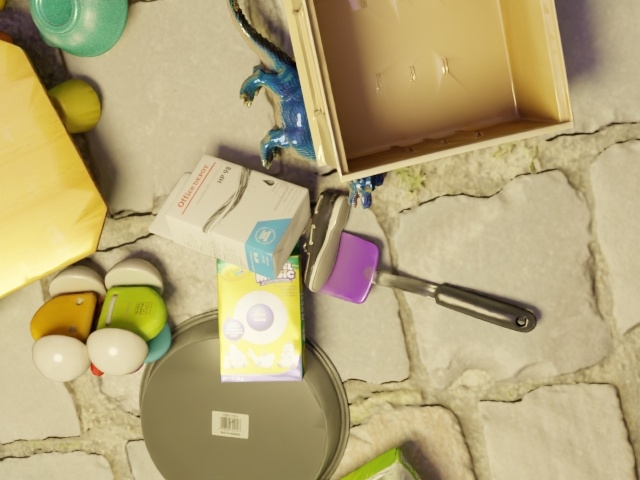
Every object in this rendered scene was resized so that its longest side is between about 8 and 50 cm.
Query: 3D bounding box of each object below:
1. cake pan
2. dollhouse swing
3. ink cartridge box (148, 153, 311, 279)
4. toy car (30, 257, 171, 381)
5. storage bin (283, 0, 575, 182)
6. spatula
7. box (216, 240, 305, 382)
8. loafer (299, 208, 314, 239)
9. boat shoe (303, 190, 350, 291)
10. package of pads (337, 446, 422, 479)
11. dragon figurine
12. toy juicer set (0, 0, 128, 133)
[{"bbox_3d":[-0.110,0.237,1.285,0.293,0.054,0.293,3,103,11],"label":"cake pan"},{"bbox_3d":[-0.477,-0.060,1.254,0.305,0.315,0.346,-30,98,-19],"label":"dollhouse swing"},{"bbox_3d":[-0.114,-0.035,1.177,0.180,0.104,0.060,19,151,15],"label":"ink cartridge box"},{"bbox_3d":[-0.274,0.119,1.256,0.182,0.159,0.136,-8,137,14],"label":"toy car"},{"bbox_3d":[0.108,-0.223,1.045,0.262,0.123,0.260,-14,101,-9],"label":"storage bin"},{"bbox_3d":[0.122,0.059,1.205,0.296,0.030,0.084,16,98,7],"label":"spatula"},{"bbox_3d":[-0.073,0.083,1.199,0.105,0.043,0.179,-2,92,3],"label":"box"},{"bbox_3d":[-0.064,-0.003,1.224,0.125,0.039,0.045,-28,95,16],"label":"loafer"},{"bbox_3d":[0.000,0.000,1.201,0.038,0.046,0.125,18,94,24],"label":"boat shoe"},{"bbox_3d":[0.045,0.434,1.258,0.296,0.101,0.229,-34,106,17],"label":"package of pads"},{"bbox_3d":[-0.012,-0.172,1.148,0.144,0.085,0.289,-13,103,13],"label":"dragon figurine"},{"bbox_3d":[-0.326,-0.307,1.182,0.209,0.089,0.329,30,117,11],"label":"toy juicer set"}]
